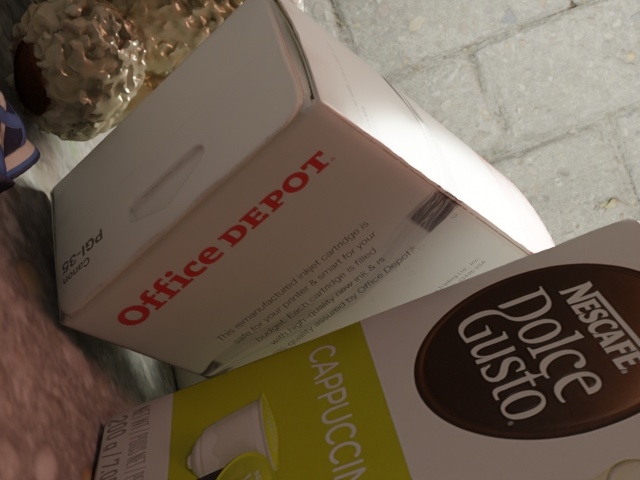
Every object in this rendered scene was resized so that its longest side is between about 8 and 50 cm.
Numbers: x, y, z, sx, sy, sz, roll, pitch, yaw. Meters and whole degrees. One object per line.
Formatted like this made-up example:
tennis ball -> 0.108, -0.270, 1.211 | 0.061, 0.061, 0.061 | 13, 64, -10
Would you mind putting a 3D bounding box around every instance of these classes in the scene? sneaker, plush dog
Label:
sneaker -> -0.161, -0.043, 0.376 | 0.144, 0.053, 0.059 | -131, -161, -72
plush dog -> -0.083, -0.193, 0.612 | 0.210, 0.225, 0.263 | 21, 36, -34

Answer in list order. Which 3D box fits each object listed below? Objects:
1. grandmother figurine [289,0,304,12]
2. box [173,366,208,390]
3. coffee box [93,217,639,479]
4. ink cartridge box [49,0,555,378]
grandmother figurine -> -0.129, -0.349, 1.012 | 0.342, 0.104, 0.208 | 52, 10, 30
box -> -0.045, 0.144, 0.814 | 0.275, 0.094, 0.113 | 65, 5, -56
coffee box -> 0.104, 0.247, 0.428 | 0.338, 0.334, 0.338 | -106, 175, -63
ink cartridge box -> 0.000, 0.000, 0.582 | 0.283, 0.207, 0.117 | 30, 30, -43
